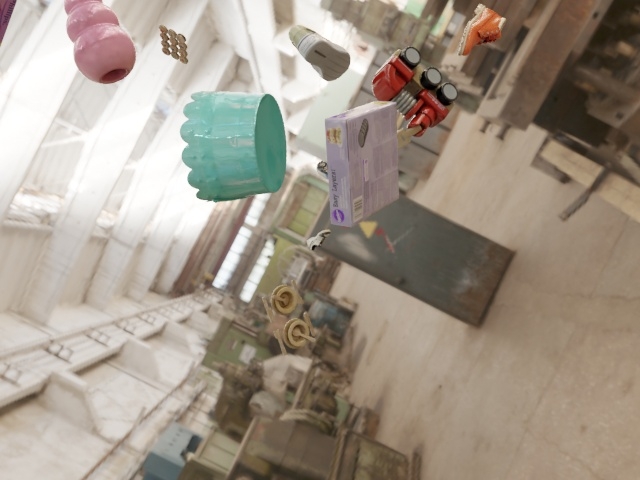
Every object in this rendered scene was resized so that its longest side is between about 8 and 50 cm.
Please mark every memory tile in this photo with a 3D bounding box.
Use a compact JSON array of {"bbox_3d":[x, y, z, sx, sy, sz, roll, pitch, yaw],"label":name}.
[{"bbox_3d":[-0.521,-0.692,2.376,0.012,0.113,0.148,-60,-7,-26],"label":"memory tile"}]

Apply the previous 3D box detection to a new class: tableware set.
[{"bbox_3d":[-0.081,0.221,1.928,0.128,0.194,0.039,-29,17,-35],"label":"tableware set"}]

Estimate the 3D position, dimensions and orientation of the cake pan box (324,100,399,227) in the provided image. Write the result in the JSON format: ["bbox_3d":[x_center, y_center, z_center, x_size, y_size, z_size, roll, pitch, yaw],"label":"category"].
[{"bbox_3d":[0.107,-0.184,1.607,0.245,0.070,0.267,-31,-56,-48],"label":"cake pan box"}]

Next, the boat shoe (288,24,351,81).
[{"bbox_3d":[0.003,-0.541,1.915,0.109,0.094,0.302,-41,-14,12],"label":"boat shoe"}]

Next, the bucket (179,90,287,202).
[{"bbox_3d":[-0.201,-0.231,1.634,0.281,0.182,0.282,0,-90,-75],"label":"bucket"}]

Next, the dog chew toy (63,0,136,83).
[{"bbox_3d":[-0.757,-0.700,2.256,0.206,0.332,0.206,-25,-5,-2],"label":"dog chew toy"}]

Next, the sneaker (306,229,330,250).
[{"bbox_3d":[0.000,0.000,1.958,0.083,0.037,0.032,-34,-29,25],"label":"sneaker"}]

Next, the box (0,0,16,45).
[{"bbox_3d":[-1.032,-0.653,1.921,0.214,0.117,0.243,-55,-15,25],"label":"box"}]

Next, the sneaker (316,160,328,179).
[{"bbox_3d":[0.090,-0.177,2.050,0.085,0.237,0.086,-93,28,-46],"label":"sneaker"}]

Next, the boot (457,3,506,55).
[{"bbox_3d":[0.382,-0.487,1.585,0.158,0.084,0.059,-58,-8,-22],"label":"boot"}]

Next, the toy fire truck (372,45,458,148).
[{"bbox_3d":[0.214,-0.356,1.808,0.246,0.217,0.158,-54,12,-28],"label":"toy fire truck"}]
